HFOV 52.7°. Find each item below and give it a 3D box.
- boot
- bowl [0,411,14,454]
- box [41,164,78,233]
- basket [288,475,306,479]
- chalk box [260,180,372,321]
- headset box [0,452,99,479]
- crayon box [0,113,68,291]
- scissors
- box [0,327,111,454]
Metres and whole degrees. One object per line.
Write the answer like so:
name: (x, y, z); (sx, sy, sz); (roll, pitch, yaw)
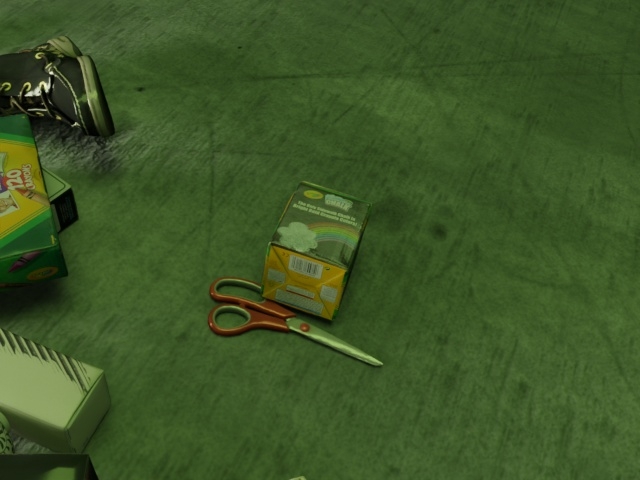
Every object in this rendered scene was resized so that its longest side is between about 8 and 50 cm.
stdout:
boot: (-0.537, -0.248, 1.135); (0.284, 0.138, 0.377); (-21, 41, -22)
bowl: (-0.439, 0.246, 0.794); (0.170, 0.170, 0.080); (20, 39, 6)
box: (-0.556, -0.022, 1.021); (0.169, 0.087, 0.290); (34, 54, 15)
basket: (-0.044, 0.387, 0.785); (0.113, 0.103, 0.167); (-14, 55, -21)
chalk box: (0.000, 0.000, 1.072); (0.132, 0.132, 0.213); (19, 44, 5)
headset box: (-0.286, 0.356, 0.645); (0.110, 0.293, 0.218); (3, 53, -8)
crayon box: (-0.488, -0.055, 0.950); (0.165, 0.081, 0.278); (-15, 57, -20)
scissors: (-0.040, 0.127, 1.041); (0.297, 0.021, 0.109); (11, 49, 0)
box: (-0.431, 0.185, 0.869); (0.275, 0.113, 0.094); (21, 51, 4)
